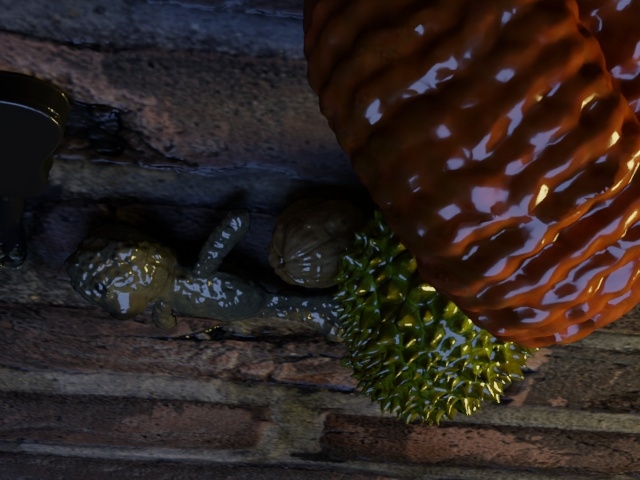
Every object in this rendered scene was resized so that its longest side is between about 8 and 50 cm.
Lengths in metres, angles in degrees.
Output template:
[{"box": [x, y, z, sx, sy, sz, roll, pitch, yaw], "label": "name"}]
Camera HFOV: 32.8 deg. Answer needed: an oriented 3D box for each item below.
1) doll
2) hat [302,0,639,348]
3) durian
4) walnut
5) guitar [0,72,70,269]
[{"box": [-0.103, 0.053, 1.058, 0.203, 0.091, 0.286, -11, 155, 34], "label": "doll"}, {"box": [0.205, -0.139, 0.660, 0.400, 0.285, 0.285, -32, 137, 11], "label": "hat"}, {"box": [0.114, 0.055, 0.958, 0.176, 0.200, 0.237, 23, 138, 16], "label": "durian"}, {"box": [0.000, 0.000, 0.968, 0.096, 0.082, 0.079, -28, 180, -30], "label": "walnut"}, {"box": [-0.271, -0.042, 0.949, 0.084, 0.038, 0.271, 10, 144, -11], "label": "guitar"}]
